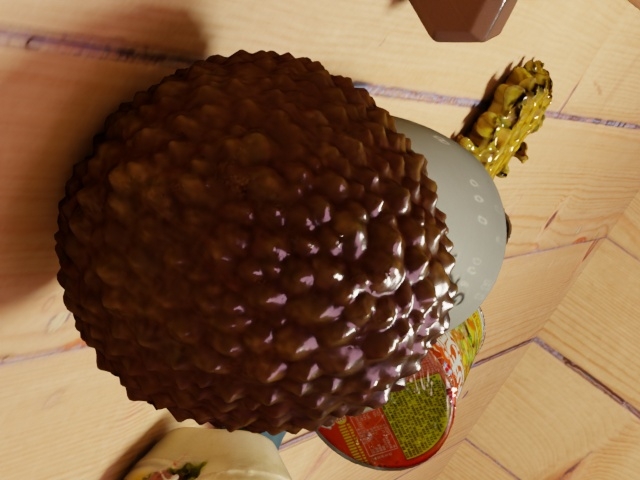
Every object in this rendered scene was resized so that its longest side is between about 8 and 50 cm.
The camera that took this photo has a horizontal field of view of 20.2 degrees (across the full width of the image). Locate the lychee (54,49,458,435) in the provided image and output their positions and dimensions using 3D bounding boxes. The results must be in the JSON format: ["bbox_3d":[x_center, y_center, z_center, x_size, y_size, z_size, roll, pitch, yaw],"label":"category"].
[{"bbox_3d":[-0.034,0.009,1.164,0.267,0.267,0.267,-49,165,-18],"label":"lychee"}]

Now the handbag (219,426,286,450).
[{"bbox_3d":[-0.052,0.169,1.905,0.144,0.057,0.221,-54,167,-28],"label":"handbag"}]

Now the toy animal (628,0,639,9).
[{"bbox_3d":[0.439,-0.371,1.875,0.326,0.269,0.237,-24,-179,29],"label":"toy animal"}]

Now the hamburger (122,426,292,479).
[{"bbox_3d":[-0.110,0.261,1.726,0.210,0.173,0.116,108,-14,-54],"label":"hamburger"}]

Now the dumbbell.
[{"bbox_3d":[0.161,-0.233,1.555,0.082,0.092,0.231,-28,-178,36],"label":"dumbbell"}]

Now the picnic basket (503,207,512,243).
[{"bbox_3d":[0.205,-0.013,2.244,0.072,0.072,0.083,-55,179,6],"label":"picnic basket"}]

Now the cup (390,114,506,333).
[{"bbox_3d":[0.000,0.000,1.473,0.258,0.186,0.234,-29,163,17],"label":"cup"}]

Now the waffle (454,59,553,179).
[{"bbox_3d":[0.195,-0.103,2.050,0.228,0.051,0.231,-61,165,18],"label":"waffle"}]

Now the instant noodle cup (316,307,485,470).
[{"bbox_3d":[0.100,0.133,2.077,0.193,0.193,0.212,-62,171,31],"label":"instant noodle cup"}]
